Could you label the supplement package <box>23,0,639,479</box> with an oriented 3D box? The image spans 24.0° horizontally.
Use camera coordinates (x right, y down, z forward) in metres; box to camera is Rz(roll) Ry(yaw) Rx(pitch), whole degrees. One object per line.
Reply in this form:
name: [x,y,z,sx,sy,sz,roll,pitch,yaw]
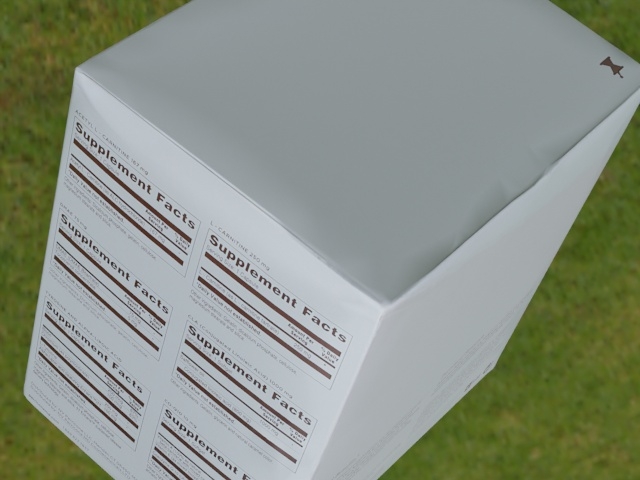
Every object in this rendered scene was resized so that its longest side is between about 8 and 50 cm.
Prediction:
supplement package: [0.000,0.000,0.641,0.194,0.149,0.203,-38,159,-40]
